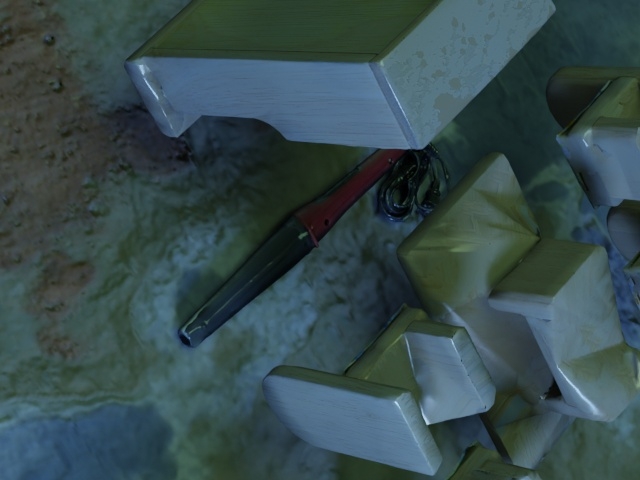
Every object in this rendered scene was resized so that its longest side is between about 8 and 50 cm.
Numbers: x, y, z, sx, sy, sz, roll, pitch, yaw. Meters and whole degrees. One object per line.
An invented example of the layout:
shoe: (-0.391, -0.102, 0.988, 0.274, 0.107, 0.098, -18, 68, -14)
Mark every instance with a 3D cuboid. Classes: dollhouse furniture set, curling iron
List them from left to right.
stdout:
curling iron: (0.000, 0.000, 1.435, 0.274, 0.035, 0.068, -34, 87, -32)
dollhouse furniture set: (0.077, -0.014, 1.378, 0.362, 0.256, 0.394, -46, 123, -28)
